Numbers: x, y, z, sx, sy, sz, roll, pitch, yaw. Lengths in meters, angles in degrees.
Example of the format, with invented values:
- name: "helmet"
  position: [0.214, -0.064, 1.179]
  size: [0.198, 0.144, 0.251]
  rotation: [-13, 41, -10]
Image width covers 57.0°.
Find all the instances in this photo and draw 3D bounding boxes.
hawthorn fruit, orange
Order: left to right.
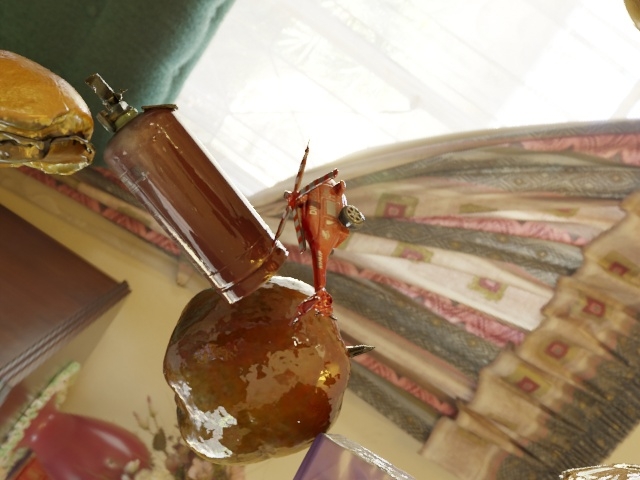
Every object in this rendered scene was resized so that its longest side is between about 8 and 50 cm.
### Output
- name: "orange"
  position: [-0.288, -0.111, 0.522]
  size: [0.160, 0.170, 0.112]
  rotation: [-2, -102, 47]
- name: "hawthorn fruit"
  position: [-0.069, 0.178, 0.868]
  size: [0.301, 0.268, 0.268]
  rotation: [-15, -166, 8]

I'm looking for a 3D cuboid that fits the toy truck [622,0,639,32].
- name: "toy truck"
  position: [0.329, -0.194, 0.288]
  size: [0.288, 0.211, 0.204]
  rotation: [156, -59, -70]

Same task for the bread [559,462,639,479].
- name: "bread"
  position: [0.370, 0.347, 0.702]
  size: [0.241, 0.107, 0.136]
  rotation: [85, -7, -75]

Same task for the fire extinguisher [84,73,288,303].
- name: "fire extinguisher"
  position: [-0.149, -0.060, 0.636]
  size: [0.105, 0.269, 0.105]
  rotation: [-34, -164, 11]

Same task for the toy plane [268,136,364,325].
- name: "toy plane"
  position: [0.004, -0.006, 0.580]
  size: [0.126, 0.077, 0.194]
  rotation: [-58, -155, 18]

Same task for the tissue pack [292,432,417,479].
- name: "tissue pack"
  position: [-0.002, 0.420, 0.706]
  size: [0.338, 0.160, 0.242]
  rotation: [-62, 162, -12]
